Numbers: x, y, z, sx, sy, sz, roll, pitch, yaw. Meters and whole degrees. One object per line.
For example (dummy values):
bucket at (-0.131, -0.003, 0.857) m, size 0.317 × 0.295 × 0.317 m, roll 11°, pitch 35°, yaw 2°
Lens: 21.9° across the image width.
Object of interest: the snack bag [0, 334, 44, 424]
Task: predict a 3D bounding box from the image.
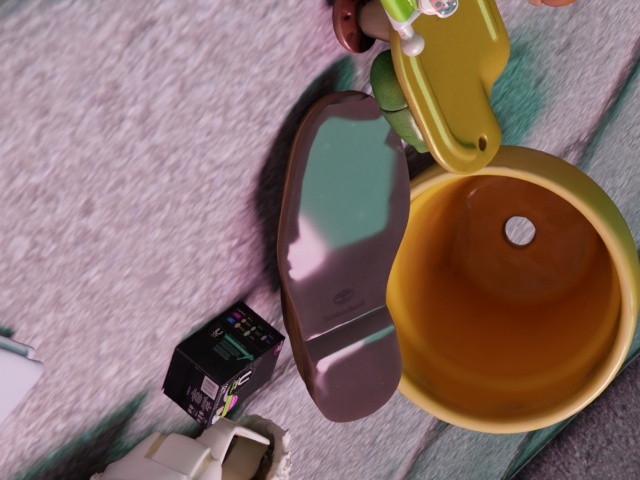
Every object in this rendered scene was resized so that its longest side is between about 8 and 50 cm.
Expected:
snack bag at (-0.324, 0.171, 0.916) m, size 0.342 × 0.037 × 0.323 m, roll -52°, pitch 162°, yaw 0°

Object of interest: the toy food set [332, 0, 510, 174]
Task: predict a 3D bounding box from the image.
toy food set at (0.063, -0.144, 1.148) m, size 0.128 × 0.071 × 0.218 m, roll -56°, pitch 136°, yaw -34°

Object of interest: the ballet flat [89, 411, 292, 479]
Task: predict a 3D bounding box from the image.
ballet flat at (-0.120, 0.211, 1.372) m, size 0.147 × 0.147 × 0.409 m, roll -54°, pitch 169°, yaw 10°

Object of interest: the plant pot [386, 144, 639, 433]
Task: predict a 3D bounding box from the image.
plant pot at (0.178, 0.021, 1.564) m, size 0.254 × 0.254 × 0.239 m, roll -58°, pitch 177°, yaw 21°

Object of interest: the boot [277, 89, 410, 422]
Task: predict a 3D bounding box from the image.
boot at (0.000, 0.000, 1.307) m, size 0.112 × 0.115 × 0.305 m, roll -17°, pitch 132°, yaw -20°

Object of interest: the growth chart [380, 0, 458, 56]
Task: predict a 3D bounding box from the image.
growth chart at (0.111, -0.241, 1.016) m, size 0.237 × 0.021 × 0.172 m, roll -35°, pitch 128°, yaw 3°

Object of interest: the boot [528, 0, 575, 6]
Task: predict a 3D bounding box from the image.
boot at (0.328, -0.238, 1.405) m, size 0.283 × 0.220 × 0.109 m, roll -38°, pitch 159°, yaw -35°

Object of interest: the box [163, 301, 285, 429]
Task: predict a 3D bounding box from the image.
box at (-0.079, 0.102, 1.358) m, size 0.083 × 0.052 × 0.062 m, roll -36°, pitch 158°, yaw -42°
